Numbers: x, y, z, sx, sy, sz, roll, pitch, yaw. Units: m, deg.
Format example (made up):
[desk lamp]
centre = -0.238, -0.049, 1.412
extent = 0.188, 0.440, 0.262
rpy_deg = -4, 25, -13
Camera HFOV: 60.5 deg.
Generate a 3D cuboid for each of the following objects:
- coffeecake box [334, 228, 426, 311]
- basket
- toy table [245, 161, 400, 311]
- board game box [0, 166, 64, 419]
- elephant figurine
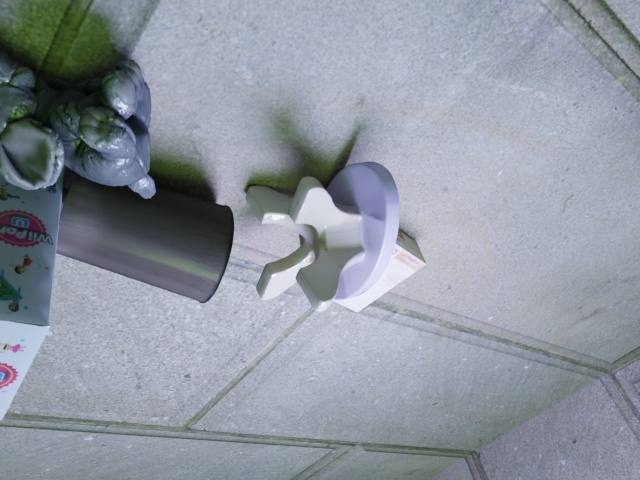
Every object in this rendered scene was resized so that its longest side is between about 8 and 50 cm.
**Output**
[coffeecake box]
centre = 0.092, 0.050, 1.092
extent = 0.185, 0.068, 0.142
rpy_deg = -38, 136, 23
[basket]
centre = -0.266, -0.014, 0.821
extent = 0.227, 0.204, 0.154
rpy_deg = 19, 101, -23
[toy table]
centre = 0.000, 0.000, 0.888
extent = 0.161, 0.252, 0.274
rpy_deg = -10, 130, -34
[board game box]
centre = -0.422, 0.043, 0.714
extent = 0.097, 0.303, 0.224
rpy_deg = 16, 130, -34
[elephant figurine]
centre = -0.338, -0.150, 0.670
extent = 0.239, 0.186, 0.169
rpy_deg = 1, -179, -6
